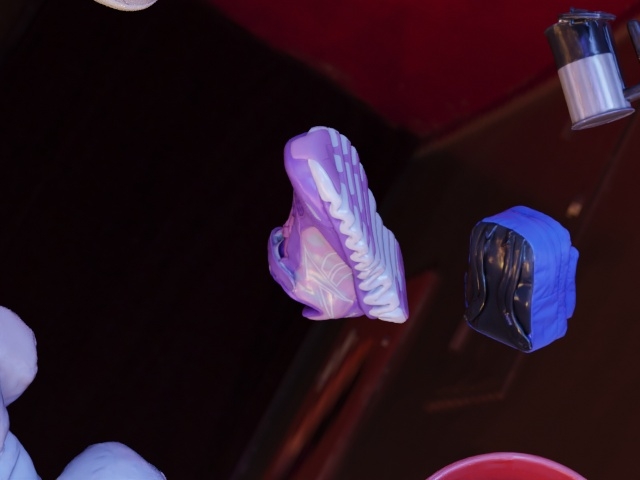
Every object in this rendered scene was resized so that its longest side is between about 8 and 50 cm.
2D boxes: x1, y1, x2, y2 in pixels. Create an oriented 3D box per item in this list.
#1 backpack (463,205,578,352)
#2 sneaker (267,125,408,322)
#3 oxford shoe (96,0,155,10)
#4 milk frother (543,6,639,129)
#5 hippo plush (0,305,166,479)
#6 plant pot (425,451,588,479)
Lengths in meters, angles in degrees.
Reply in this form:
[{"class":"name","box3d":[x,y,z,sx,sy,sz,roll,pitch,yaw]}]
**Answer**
[{"class":"backpack","box3d":[0.192,0.027,1.487,0.098,0.101,0.120,19,124,41]},{"class":"sneaker","box3d":[0.000,0.000,1.285,0.105,0.095,0.236,-10,145,12]},{"class":"oxford shoe","box3d":[-0.393,-0.455,2.177,0.449,0.169,0.130,20,153,-32]},{"class":"milk frother","box3d":[0.341,-0.221,1.963,0.129,0.134,0.143,-21,171,39]},{"class":"hippo plush","box3d":[-0.245,0.221,1.145,0.236,0.234,0.294,37,120,-3]},{"class":"plant pot","box3d":[0.212,0.415,1.796,0.275,0.275,0.243,24,150,16]}]
